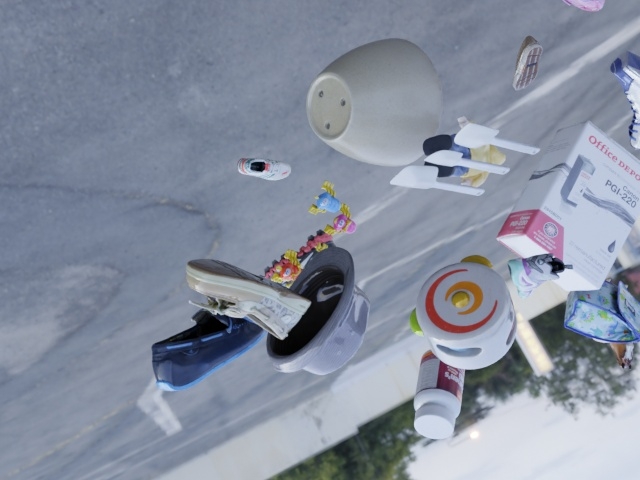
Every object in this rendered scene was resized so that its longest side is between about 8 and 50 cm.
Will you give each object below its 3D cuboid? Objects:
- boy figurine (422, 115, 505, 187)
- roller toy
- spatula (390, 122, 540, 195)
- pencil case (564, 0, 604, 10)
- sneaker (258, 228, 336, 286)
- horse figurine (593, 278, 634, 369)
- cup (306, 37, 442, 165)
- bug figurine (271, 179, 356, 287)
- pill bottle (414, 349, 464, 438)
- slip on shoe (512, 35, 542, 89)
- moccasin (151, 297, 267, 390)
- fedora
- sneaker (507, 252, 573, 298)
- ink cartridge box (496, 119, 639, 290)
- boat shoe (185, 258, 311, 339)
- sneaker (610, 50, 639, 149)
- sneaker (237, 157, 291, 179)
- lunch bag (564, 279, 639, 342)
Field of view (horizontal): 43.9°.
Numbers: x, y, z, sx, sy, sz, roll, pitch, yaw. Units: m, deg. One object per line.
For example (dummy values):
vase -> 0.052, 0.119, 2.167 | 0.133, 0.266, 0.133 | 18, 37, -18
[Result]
boy figurine -> 0.358, -0.211, 1.922 | 0.092, 0.177, 0.285 | -3, -176, 38
roller toy -> 0.295, 0.146, 1.593 | 0.209, 0.191, 0.146 | -35, 142, -5
spatula -> 0.234, -0.121, 1.248 | 0.242, 0.019, 0.168 | 2, 145, -48
pencil case -> 0.668, -0.694, 1.878 | 0.284, 0.124, 0.124 | -68, 160, 7
sneaker -> -0.058, 0.090, 2.343 | 0.276, 0.135, 0.097 | -34, 169, -3
horse figurine -> 0.664, 0.180, 1.811 | 0.066, 0.175, 0.263 | 8, -175, -12
cup -> 0.104, -0.341, 2.001 | 0.236, 0.331, 0.331 | -12, 161, -40
bug figurine -> 0.000, 0.000, 1.937 | 0.216, 0.072, 0.279 | 13, 107, -59
pill bottle -> 0.309, 0.398, 2.071 | 0.121, 0.121, 0.221 | -37, -157, 38
slip on shoe -> 0.446, -0.386, 1.729 | 0.051, 0.041, 0.135 | -17, 150, -8
moccasin -> -0.217, 0.192, 1.672 | 0.137, 0.117, 0.342 | -8, -165, 31
fedora -> 0.014, 0.162, 1.607 | 0.243, 0.124, 0.276 | 5, -118, 59
sneaker -> 0.261, 0.039, 0.928 | 0.069, 0.038, 0.098 | -16, 162, 16
ink cartridge box -> 0.403, -0.052, 1.241 | 0.218, 0.158, 0.092 | -58, -168, -14
boat shoe -> -0.116, 0.101, 1.274 | 0.285, 0.104, 0.089 | 26, 90, -52
sneaker -> 0.878, -0.342, 2.138 | 0.182, 0.315, 0.127 | -46, -170, 41
sneaker -> -0.147, -0.198, 2.205 | 0.161, 0.057, 0.075 | 6, -176, -29
lunch bag -> 0.596, 0.145, 1.652 | 0.129, 0.151, 0.096 | -53, 163, -56
